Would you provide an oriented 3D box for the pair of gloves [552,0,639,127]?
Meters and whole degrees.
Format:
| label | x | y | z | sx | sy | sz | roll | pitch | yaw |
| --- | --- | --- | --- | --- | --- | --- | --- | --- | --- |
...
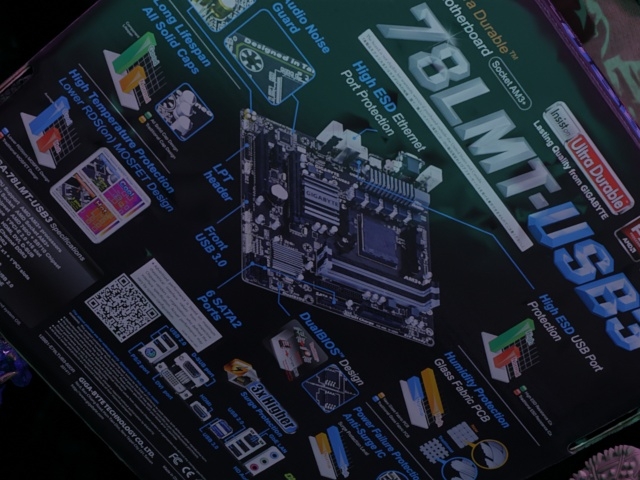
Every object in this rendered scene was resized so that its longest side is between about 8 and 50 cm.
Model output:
| label | x | y | z | sx | sy | sz | roll | pitch | yaw |
| --- | --- | --- | --- | --- | --- | --- | --- | --- | --- |
| pair of gloves | 0.191 | -0.150 | 0.554 | 0.240 | 0.042 | 0.204 | -37 | 99 | 22 |

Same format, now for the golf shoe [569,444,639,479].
| label | x | y | z | sx | sy | sz | roll | pitch | yaw |
| --- | --- | --- | --- | --- | --- | --- | --- | --- | --- |
| golf shoe | 0.206 | 0.214 | 0.717 | 0.086 | 0.069 | 0.176 | 9 | 121 | -14 |

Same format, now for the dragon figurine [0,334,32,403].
| label | x | y | z | sx | sy | sz | roll | pitch | yaw |
| --- | --- | --- | --- | --- | --- | --- | --- | --- | --- |
| dragon figurine | -0.277 | -0.003 | 0.700 | 0.144 | 0.085 | 0.289 | 2 | 115 | 11 |

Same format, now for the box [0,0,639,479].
| label | x | y | z | sx | sy | sz | roll | pitch | yaw |
| --- | --- | --- | --- | --- | --- | --- | --- | --- | --- |
| box | 0.000 | 0.000 | 0.482 | 0.293 | 0.073 | 0.295 | -35 | 105 | 19 |
